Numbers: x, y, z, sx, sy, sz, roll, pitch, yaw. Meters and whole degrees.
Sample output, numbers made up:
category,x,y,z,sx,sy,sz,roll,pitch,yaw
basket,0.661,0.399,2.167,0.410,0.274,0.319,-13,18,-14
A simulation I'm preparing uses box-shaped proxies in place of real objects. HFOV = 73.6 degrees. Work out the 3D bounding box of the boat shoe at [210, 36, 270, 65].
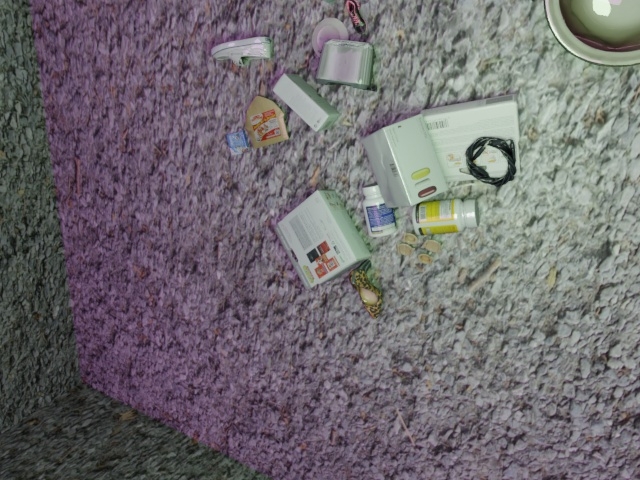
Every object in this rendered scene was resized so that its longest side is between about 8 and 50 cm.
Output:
category,x,y,z,sx,sy,sz,roll,pitch,yaw
boat shoe,-0.309,-0.716,1.645,0.258,0.095,0.084,1,103,27

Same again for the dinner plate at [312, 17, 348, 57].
category,x,y,z,sx,sy,sz,roll,pitch,yaw
dinner plate,0.032,-0.716,1.525,0.141,0.017,0.141,9,110,25

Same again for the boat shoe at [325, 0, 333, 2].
category,x,y,z,sx,sy,sz,roll,pitch,yaw
boat shoe,0.092,-0.921,1.370,0.306,0.113,0.104,-35,84,47

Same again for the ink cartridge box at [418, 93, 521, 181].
category,x,y,z,sx,sy,sz,roll,pitch,yaw
ink cartridge box,0.493,-0.323,1.408,0.297,0.066,0.261,-2,132,27

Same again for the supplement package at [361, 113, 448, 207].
category,x,y,z,sx,sy,sz,roll,pitch,yaw
supplement package,0.277,-0.258,1.433,0.145,0.204,0.261,-24,98,-12

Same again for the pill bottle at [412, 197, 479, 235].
category,x,y,z,sx,sy,sz,roll,pitch,yaw
pill bottle,0.435,-0.083,1.488,0.209,0.119,0.119,-5,105,27

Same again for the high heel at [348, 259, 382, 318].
category,x,y,z,sx,sy,sz,roll,pitch,yaw
high heel,0.170,0.221,1.684,0.093,0.186,0.260,-5,105,27

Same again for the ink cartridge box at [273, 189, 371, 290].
category,x,y,z,sx,sy,sz,roll,pitch,yaw
ink cartridge box,0.000,0.000,1.688,0.272,0.130,0.309,-35,76,31

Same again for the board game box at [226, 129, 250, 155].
category,x,y,z,sx,sy,sz,roll,pitch,yaw
board game box,-0.349,-0.412,1.815,0.090,0.020,0.090,-7,105,29

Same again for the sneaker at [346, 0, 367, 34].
category,x,y,z,sx,sy,sz,roll,pitch,yaw
sneaker,0.117,-0.755,1.445,0.047,0.057,0.119,-20,99,28

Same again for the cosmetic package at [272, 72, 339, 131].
category,x,y,z,sx,sy,sz,roll,pitch,yaw
cosmetic package,-0.051,-0.510,1.579,0.231,0.117,0.085,45,120,4

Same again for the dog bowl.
category,x,y,z,sx,sy,sz,roll,pitch,yaw
dog bowl,0.782,-0.657,1.075,0.409,0.150,0.407,9,116,18

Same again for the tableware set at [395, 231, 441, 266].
category,x,y,z,sx,sy,sz,roll,pitch,yaw
tableware set,0.362,0.030,1.590,0.169,0.020,0.141,21,143,14

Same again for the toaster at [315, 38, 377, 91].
category,x,y,z,sx,sy,sz,roll,pitch,yaw
toaster,0.096,-0.599,1.466,0.227,0.129,0.146,13,111,14

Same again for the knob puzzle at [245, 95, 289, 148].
category,x,y,z,sx,sy,sz,roll,pitch,yaw
knob puzzle,-0.221,-0.483,1.721,0.213,0.030,0.212,9,112,24

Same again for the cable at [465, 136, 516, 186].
category,x,y,z,sx,sy,sz,roll,pitch,yaw
cable,0.548,-0.245,1.377,0.151,0.047,0.184,-1,132,27

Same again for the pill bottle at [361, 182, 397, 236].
category,x,y,z,sx,sy,sz,roll,pitch,yaw
pill bottle,0.214,-0.115,1.589,0.112,0.112,0.186,-7,105,28
